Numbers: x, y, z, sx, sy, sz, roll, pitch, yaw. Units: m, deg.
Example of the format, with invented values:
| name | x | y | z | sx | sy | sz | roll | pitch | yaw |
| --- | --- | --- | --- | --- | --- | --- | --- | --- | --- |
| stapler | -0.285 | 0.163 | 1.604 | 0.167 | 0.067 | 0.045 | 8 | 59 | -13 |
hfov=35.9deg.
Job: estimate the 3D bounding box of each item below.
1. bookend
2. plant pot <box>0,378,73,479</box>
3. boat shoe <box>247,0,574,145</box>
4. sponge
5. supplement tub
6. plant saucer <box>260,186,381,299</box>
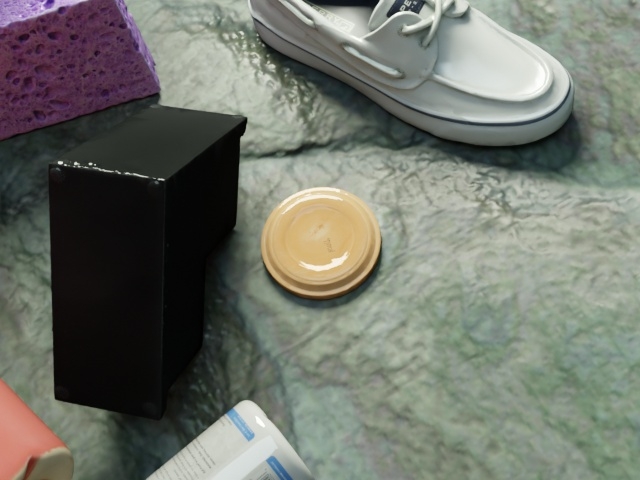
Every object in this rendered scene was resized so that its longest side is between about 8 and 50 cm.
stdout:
| name | x | y | z | sx | sy | sz | roll | pitch | yaw |
| --- | --- | --- | --- | --- | --- | --- | --- | --- | --- |
| bookend | -0.108 | 0.006 | 0.647 | 0.072 | 0.156 | 0.157 | 9 | 23 | 11 |
| plant pot | -0.289 | 0.131 | 0.530 | 0.243 | 0.275 | 0.275 | 32 | 72 | 8 |
| boat shoe | 0.057 | -0.146 | 0.702 | 0.258 | 0.084 | 0.095 | 21 | 69 | 15 |
| sponge | -0.230 | -0.118 | 0.704 | 0.210 | 0.117 | 0.031 | -17 | 63 | -1 |
| supplement tub | -0.063 | 0.153 | 0.586 | 0.107 | 0.071 | 0.071 | -38 | 67 | -11 |
| plant saucer | 0.000 | 0.000 | 0.680 | 0.084 | 0.013 | 0.083 | -2 | 66 | 6 |
